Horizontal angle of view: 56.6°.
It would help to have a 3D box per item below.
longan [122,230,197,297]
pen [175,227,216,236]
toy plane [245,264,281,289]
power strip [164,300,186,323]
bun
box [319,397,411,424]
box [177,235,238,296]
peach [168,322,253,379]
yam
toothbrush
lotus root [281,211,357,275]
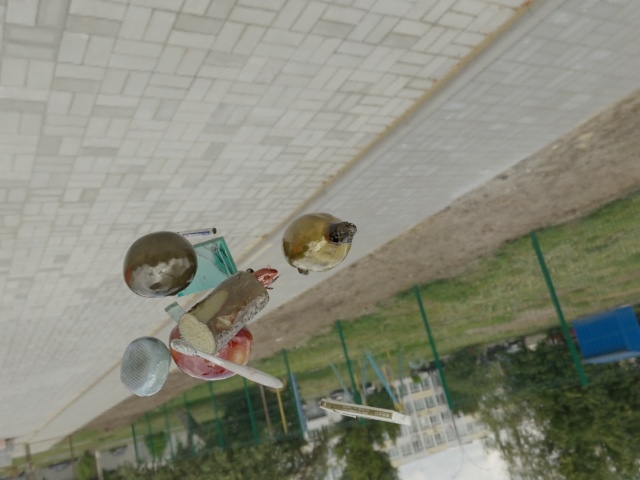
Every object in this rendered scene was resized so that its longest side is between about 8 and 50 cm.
[{"bbox_3d":[-0.396,0.070,1.483,0.185,0.159,0.204,-25,141,-12],"label":"longan"},{"bbox_3d":[-0.461,-0.024,2.104,0.204,0.025,0.025,-6,168,21],"label":"pen"},{"bbox_3d":[-0.213,0.127,1.710,0.194,0.126,0.077,-13,123,16],"label":"toy plane"},{"bbox_3d":[-0.492,0.252,2.046,0.051,0.019,0.136,-35,151,-9],"label":"power strip"},{"bbox_3d":[-0.398,0.291,1.381,0.141,0.141,0.083,-23,156,32],"label":"bun"},{"bbox_3d":[0.109,0.416,1.440,0.198,0.029,0.109,-1,159,33],"label":"box"},{"bbox_3d":[-0.401,0.090,1.987,0.226,0.161,0.042,-16,-157,11],"label":"box"},{"bbox_3d":[-0.314,0.296,1.699,0.243,0.200,0.243,-4,159,-2],"label":"peach"},{"bbox_3d":[-0.234,0.176,1.488,0.238,0.129,0.128,-40,174,-42],"label":"yam"},{"bbox_3d":[-0.185,0.265,1.247,0.307,0.025,0.029,33,172,-38],"label":"toothbrush"},{"bbox_3d":[0.000,0.000,1.666,0.182,0.183,0.310,-6,171,-25],"label":"lotus root"}]
